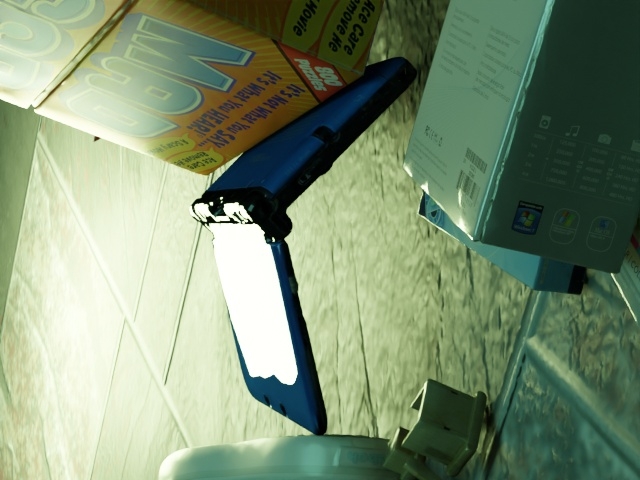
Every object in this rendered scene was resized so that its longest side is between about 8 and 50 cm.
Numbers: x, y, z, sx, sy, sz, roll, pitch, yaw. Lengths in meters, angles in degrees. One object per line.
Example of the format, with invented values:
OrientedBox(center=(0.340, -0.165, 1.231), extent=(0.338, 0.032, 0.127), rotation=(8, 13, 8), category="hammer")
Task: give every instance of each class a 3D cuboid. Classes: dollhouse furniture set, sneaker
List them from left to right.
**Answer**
OrientedBox(center=(-0.051, 0.252, 1.334), extent=(0.366, 0.135, 0.150), rotation=(151, 126, -63), category="sneaker")
OrientedBox(center=(0.077, 0.223, 1.142), extent=(0.161, 0.101, 0.182), rotation=(-72, 8, -45), category="dollhouse furniture set")

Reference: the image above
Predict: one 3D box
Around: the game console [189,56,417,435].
OrientedBox(center=(0.000, 0.000, 1.311), extent=(0.250, 0.173, 0.293), rotation=(-45, 11, -9), category="game console")

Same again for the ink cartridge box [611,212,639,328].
OrientedBox(center=(0.223, -0.059, 0.852), extent=(0.109, 0.062, 0.209), rotation=(-109, 34, -47), category="ink cartridge box")

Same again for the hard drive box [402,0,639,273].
OrientedBox(center=(0.136, -0.121, 0.900), extent=(0.181, 0.089, 0.232), rotation=(-122, 46, -71), category="hard drive box")

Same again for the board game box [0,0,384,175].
OrientedBox(center=(-0.148, -0.311, 1.312), extent=(0.356, 0.356, 0.356), rotation=(-24, 48, 64), category="board game box")

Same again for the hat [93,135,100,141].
OrientedBox(center=(-0.135, -0.215, 1.576), extent=(0.208, 0.183, 0.173), rotation=(-115, 38, -50), category="hat")

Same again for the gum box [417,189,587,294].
OrientedBox(center=(0.136, -0.066, 1.085), extent=(0.184, 0.041, 0.157), rotation=(-140, 58, -64), category="gum box")
